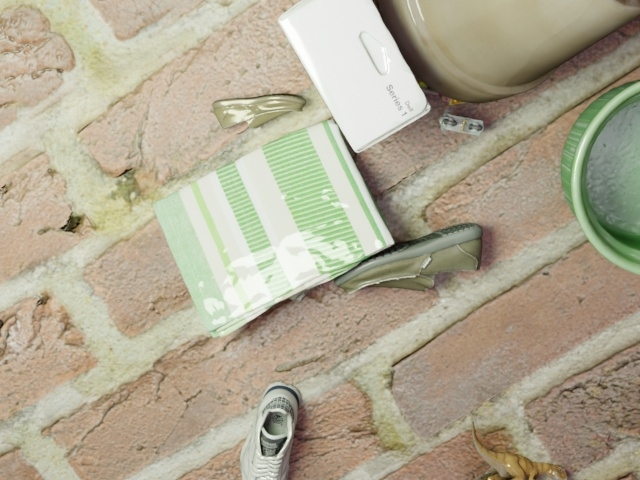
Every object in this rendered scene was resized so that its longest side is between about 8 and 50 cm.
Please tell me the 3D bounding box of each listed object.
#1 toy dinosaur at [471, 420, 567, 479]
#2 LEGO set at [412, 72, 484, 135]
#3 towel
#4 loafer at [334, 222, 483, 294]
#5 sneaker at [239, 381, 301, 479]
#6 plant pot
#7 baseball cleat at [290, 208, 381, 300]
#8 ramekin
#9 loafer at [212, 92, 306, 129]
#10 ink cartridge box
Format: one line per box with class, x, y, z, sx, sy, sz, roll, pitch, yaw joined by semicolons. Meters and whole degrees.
toy dinosaur;0.321;0.391;1.402;0.211;0.064;0.112;22;84;-14
LEGO set;0.219;-0.310;1.236;0.132;0.107;0.287;12;100;-39
towel;-0.076;-0.023;1.271;0.324;0.038;0.248;-27;77;7
loafer;0.146;0.046;1.297;0.251;0.094;0.088;-17;98;3
sneaker;-0.089;0.360;1.368;0.090;0.095;0.235;8;104;-4
plant pot;0.277;-0.353;1.022;0.323;0.280;0.323;0;90;-29
baseball cleat;0.000;0.000;1.300;0.206;0.072;0.109;-45;84;0
ramekin;0.515;-0.106;1.233;0.303;0.148;0.304;0;103;2
loafer;-0.094;-0.200;1.264;0.147;0.056;0.050;-2;104;11
ink cartridge box;0.042;-0.247;1.138;0.117;0.278;0.201;-31;101;6
